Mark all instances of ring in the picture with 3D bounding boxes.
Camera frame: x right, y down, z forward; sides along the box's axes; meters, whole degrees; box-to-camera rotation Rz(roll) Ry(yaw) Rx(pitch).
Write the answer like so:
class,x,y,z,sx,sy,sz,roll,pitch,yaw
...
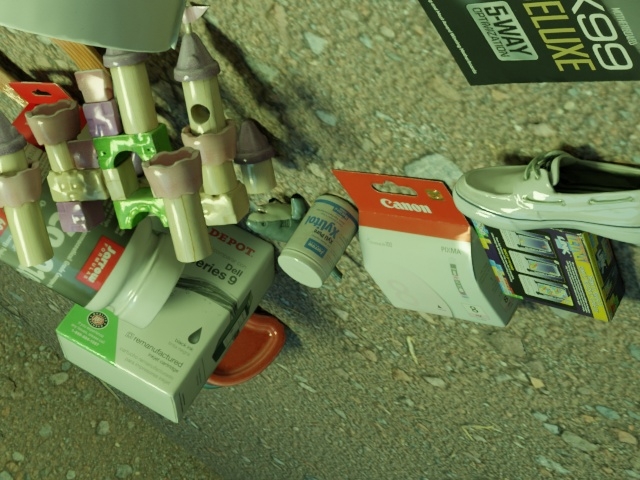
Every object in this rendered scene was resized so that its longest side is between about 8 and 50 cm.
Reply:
class,x,y,z,sx,sy,sz,roll,pitch,yaw
ring,-0.395,-0.258,1.647,0.336,0.032,0.336,27,158,12

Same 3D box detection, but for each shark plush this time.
class,x,y,z,sx,sy,sz,roll,pitch,yaw
shark plush,-0.034,0.001,1.655,0.073,0.067,0.161,5,145,48

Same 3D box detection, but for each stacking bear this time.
class,x,y,z,sx,sy,sz,roll,pitch,yaw
stacking bear,-0.208,0.187,2.159,0.175,0.164,0.289,38,161,-13

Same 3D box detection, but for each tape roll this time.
class,x,y,z,sx,sy,sz,roll,pitch,yaw
tape roll,-0.270,-0.270,1.168,0.286,0.100,0.286,15,-166,-4

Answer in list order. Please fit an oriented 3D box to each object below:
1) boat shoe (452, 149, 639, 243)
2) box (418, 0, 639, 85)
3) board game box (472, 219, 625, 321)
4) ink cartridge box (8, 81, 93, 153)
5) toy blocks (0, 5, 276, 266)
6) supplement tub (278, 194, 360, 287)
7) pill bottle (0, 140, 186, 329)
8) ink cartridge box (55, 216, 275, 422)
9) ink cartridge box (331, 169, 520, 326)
class,x,y,z,sx,sy,sz,roll,pitch,yaw
boat shoe,0.239,-0.057,1.195,0.226,0.083,0.076,7,136,25
box,0.155,-0.249,0.894,0.242,0.076,0.307,7,146,45
board game box,0.254,0.011,1.332,0.141,0.048,0.170,14,151,33
ink cartridge box,-0.365,-0.126,1.734,0.134,0.078,0.231,8,148,43
toy blocks,-0.225,-0.146,1.444,0.288,0.309,0.260,-3,112,23
supplement tub,0.000,0.000,1.558,0.071,0.107,0.071,27,156,13
pill bottle,-0.335,-0.003,1.651,0.283,0.161,0.161,31,158,-14
ink cartridge box,-0.228,0.094,1.812,0.211,0.289,0.121,27,154,12
ink cartridge box,0.122,0.012,1.498,0.189,0.066,0.232,9,152,44
